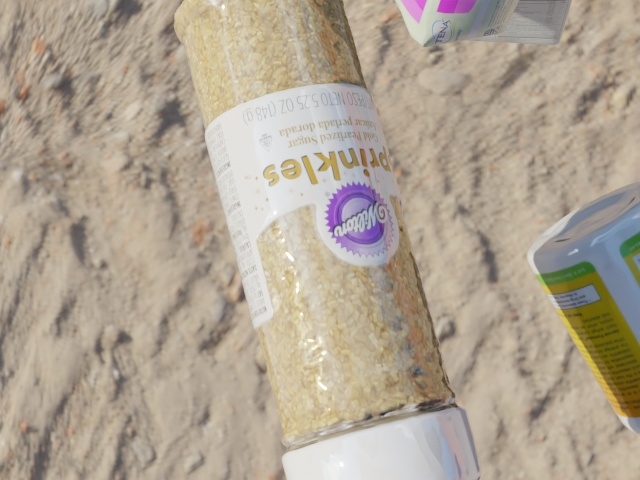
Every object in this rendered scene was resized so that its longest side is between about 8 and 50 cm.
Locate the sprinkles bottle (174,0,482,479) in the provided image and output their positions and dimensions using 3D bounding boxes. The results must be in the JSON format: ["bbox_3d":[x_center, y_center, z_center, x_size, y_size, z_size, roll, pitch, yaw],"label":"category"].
[{"bbox_3d":[0.000,0.000,0.782,0.121,0.121,0.355,-12,78,-14],"label":"sprinkles bottle"}]

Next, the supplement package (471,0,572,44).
[{"bbox_3d":[0.193,-0.336,1.246,0.149,0.203,0.194,3,75,5],"label":"supplement package"}]

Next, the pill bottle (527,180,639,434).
[{"bbox_3d":[0.295,0.083,1.033,0.136,0.136,0.245,-32,96,-11],"label":"pill bottle"}]

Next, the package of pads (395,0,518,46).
[{"bbox_3d":[0.086,-0.337,0.923,0.101,0.229,0.296,-14,65,-16],"label":"package of pads"}]
